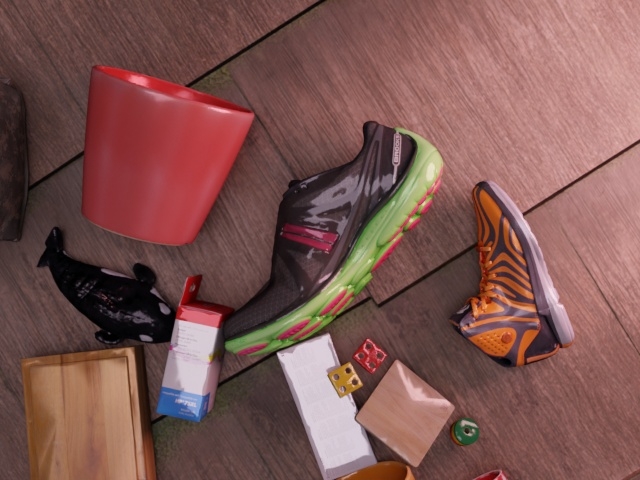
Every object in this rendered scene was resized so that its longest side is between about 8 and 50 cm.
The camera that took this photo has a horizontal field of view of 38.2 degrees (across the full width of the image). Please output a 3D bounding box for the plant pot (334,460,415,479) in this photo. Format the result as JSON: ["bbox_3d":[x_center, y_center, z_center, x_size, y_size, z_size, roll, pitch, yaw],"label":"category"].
[{"bbox_3d":[0.094,0.502,1.537,0.205,0.205,0.188,-25,96,3],"label":"plant pot"}]

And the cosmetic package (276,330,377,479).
[{"bbox_3d":[0.011,0.286,1.605,0.099,0.060,0.239,-20,89,-1],"label":"cosmetic package"}]

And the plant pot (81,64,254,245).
[{"bbox_3d":[-0.270,-0.135,1.530,0.275,0.275,0.243,17,100,3],"label":"plant pot"}]

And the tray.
[{"bbox_3d":[-0.395,0.398,1.603,0.203,0.076,0.410,-7,86,3],"label":"tray"}]

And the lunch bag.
[{"bbox_3d":[-0.599,-0.147,1.545,0.169,0.235,0.287,9,91,6],"label":"lunch bag"}]

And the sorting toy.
[{"bbox_3d":[0.132,0.292,1.581,0.274,0.046,0.132,39,63,-1],"label":"sorting toy"}]

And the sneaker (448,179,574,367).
[{"bbox_3d":[0.287,0.068,1.559,0.180,0.124,0.321,-24,89,2],"label":"sneaker"}]

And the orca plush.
[{"bbox_3d":[-0.371,0.078,1.592,0.151,0.102,0.287,-43,80,-9],"label":"orca plush"}]

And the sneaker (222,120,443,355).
[{"bbox_3d":[0.000,0.000,1.567,0.202,0.185,0.483,41,86,15],"label":"sneaker"}]

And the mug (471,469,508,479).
[{"bbox_3d":[0.294,0.495,1.570,0.150,0.113,0.169,-28,86,1],"label":"mug"}]

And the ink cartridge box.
[{"bbox_3d":[-0.207,0.179,1.578,0.078,0.134,0.231,12,92,4],"label":"ink cartridge box"}]
